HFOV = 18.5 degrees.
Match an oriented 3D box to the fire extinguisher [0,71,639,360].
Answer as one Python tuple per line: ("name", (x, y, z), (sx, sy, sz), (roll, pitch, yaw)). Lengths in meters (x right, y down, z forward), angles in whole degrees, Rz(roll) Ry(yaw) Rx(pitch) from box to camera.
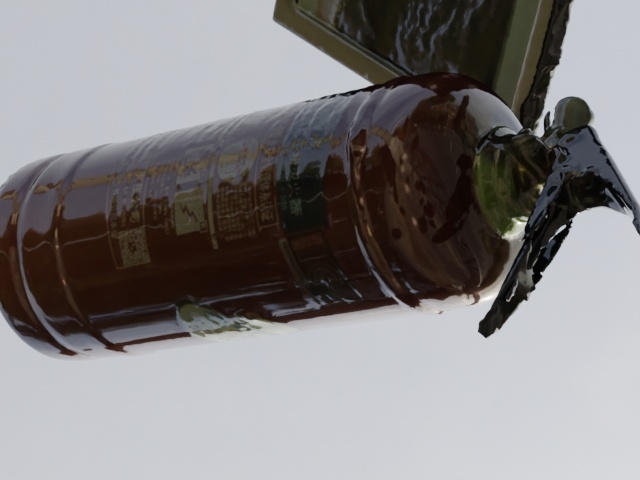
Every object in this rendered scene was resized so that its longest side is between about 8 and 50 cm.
("fire extinguisher", (0.000, 0.000, 0.841), (0.102, 0.344, 0.138), (54, -135, -30))

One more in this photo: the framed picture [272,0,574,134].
("framed picture", (0.061, -0.190, 0.918), (0.018, 0.192, 0.265), (-9, -58, -39))
